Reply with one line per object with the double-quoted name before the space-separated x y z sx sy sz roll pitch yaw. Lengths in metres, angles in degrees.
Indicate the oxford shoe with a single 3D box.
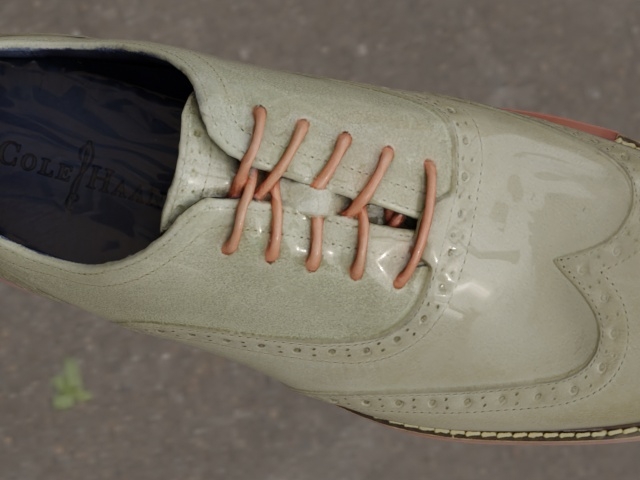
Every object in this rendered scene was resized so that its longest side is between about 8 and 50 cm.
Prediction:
"oxford shoe" 0.000 0.000 0.760 0.146 0.397 0.140 26 73 -76
